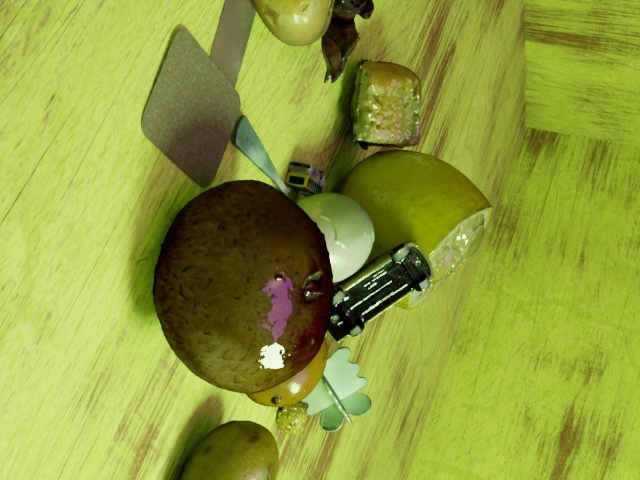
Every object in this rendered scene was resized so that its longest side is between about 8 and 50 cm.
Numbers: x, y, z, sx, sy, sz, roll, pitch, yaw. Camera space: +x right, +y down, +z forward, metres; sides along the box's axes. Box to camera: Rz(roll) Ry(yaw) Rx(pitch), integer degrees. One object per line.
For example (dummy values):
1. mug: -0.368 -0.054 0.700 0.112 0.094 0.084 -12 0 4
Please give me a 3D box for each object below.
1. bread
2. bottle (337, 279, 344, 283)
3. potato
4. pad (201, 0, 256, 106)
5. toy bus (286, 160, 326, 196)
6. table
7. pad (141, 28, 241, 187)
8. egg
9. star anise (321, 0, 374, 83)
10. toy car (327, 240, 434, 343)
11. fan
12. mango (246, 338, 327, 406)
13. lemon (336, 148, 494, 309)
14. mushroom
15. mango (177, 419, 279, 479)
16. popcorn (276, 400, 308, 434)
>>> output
1. bread: 0.146 -0.307 2.093 0.262 0.162 0.204 -32 122 -82
2. bottle: 0.110 -0.010 2.285 0.083 0.083 0.270 64 42 -60
3. potato: -0.040 -0.409 1.553 0.150 0.146 0.234 -47 -179 7
4. pad: -0.143 -0.322 1.519 0.113 0.006 0.188 30 75 -70
5. toy bus: -0.028 -0.122 1.890 0.102 0.052 0.058 30 73 -69
6. table: 0.017 0.328 2.163 0.167 0.166 0.198 -66 150 -27
7. pad: -0.195 -0.198 1.456 0.266 0.002 0.176 48 60 -66
8. egg: 0.000 0.000 1.860 0.217 0.183 0.183 -25 128 -43
9. star anise: 0.051 -0.414 1.727 0.272 0.102 0.272 178 -90 -83
10. toy car: 0.104 0.099 1.910 0.101 0.256 0.124 57 -3 -10
11. fan: -0.107 -0.139 1.713 0.282 0.023 0.057 57 48 -61
12. mango: -0.070 0.225 1.841 0.136 0.166 0.236 -57 -170 46
13. lemon: 0.179 -0.047 2.103 0.364 0.364 0.364 13 90 -70
14. mushroom: -0.133 0.065 1.535 0.334 0.356 0.331 15 91 -33
15. mango: -0.188 0.477 1.684 0.176 0.175 0.330 32 65 -22
16. popcorn: -0.064 0.399 2.114 0.083 0.057 0.082 -67 151 -17
